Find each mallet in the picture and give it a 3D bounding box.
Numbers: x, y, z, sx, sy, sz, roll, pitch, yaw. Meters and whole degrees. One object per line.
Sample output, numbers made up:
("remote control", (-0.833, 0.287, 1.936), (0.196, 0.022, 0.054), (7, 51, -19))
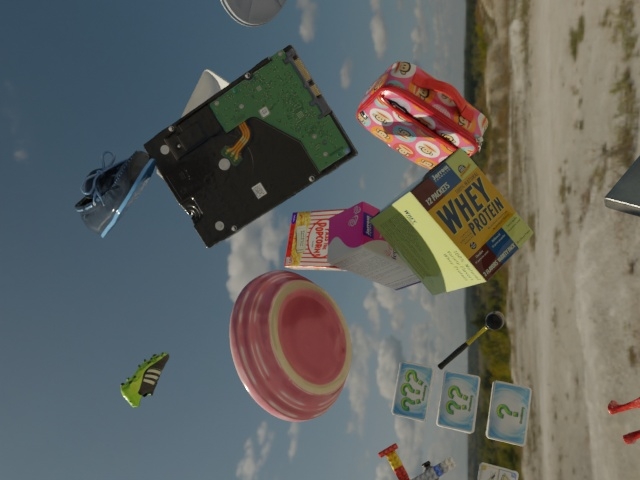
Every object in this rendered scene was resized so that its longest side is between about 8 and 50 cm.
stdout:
("mallet", (0.340, 0.226, 1.253), (0.039, 0.190, 0.062), (49, -155, 16))

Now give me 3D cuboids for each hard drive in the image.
("hard drive", (-0.131, -0.171, 1.043), (0.237, 0.338, 0.064), (57, -169, -3))
("hard drive", (0.480, -0.085, 0.779), (0.135, 0.094, 0.022), (-44, -50, -16))

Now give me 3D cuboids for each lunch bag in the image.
("lunch bag", (0.256, -0.304, 1.360), (0.120, 0.293, 0.258), (-64, 13, -18))

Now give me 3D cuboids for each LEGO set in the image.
("LEGO set", (0.165, 0.292, 0.723), (0.060, 0.182, 0.245), (50, -128, -65))

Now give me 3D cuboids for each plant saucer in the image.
("plant saucer", (-0.043, 0.216, 1.206), (0.332, 0.084, 0.332), (28, -131, -38))

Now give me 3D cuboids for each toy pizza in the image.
("toy pizza", (-0.122, -0.493, 1.001), (0.201, 0.032, 0.201), (-34, -44, -40))

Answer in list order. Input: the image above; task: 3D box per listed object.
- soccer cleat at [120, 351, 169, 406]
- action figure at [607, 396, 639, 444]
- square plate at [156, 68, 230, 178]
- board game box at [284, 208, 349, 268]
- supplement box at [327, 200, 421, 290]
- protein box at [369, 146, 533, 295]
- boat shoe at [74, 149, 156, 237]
("soccer cleat", (-0.436, 0.348, 1.403), (0.072, 0.060, 0.179), (68, -155, -14))
("action figure", (0.650, 0.256, 0.932), (0.139, 0.280, 0.092), (0, -119, -46))
("square plate", (-0.288, -0.263, 1.558), (0.049, 0.344, 0.347), (12, -69, -55))
("board game box", (0.000, 0.000, 1.389), (0.045, 0.193, 0.147), (19, -105, -45))
("supplement box", (0.131, 0.017, 1.213), (0.220, 0.114, 0.111), (22, -122, -34))
("protein box", (0.232, -0.026, 1.023), (0.136, 0.200, 0.201), (-40, 0, -19))
("boat shoe", (-0.367, -0.080, 0.947), (0.089, 0.258, 0.109), (41, -136, -15))
